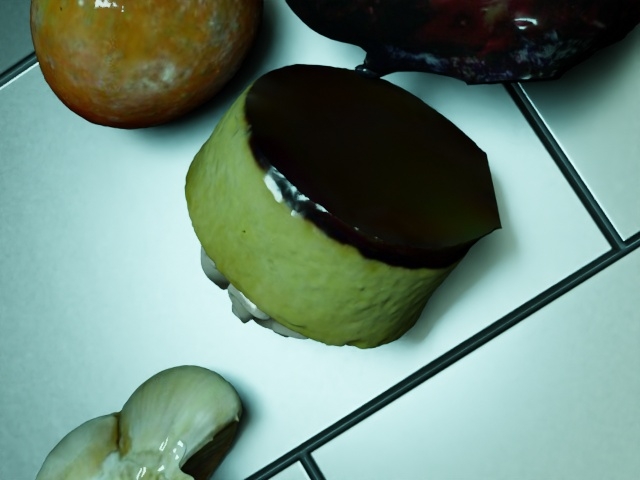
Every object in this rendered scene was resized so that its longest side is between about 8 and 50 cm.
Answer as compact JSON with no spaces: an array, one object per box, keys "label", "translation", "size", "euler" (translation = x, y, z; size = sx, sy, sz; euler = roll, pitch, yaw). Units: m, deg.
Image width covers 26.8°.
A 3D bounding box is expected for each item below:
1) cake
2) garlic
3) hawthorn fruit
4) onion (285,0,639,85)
[{"label":"cake","translation":[0.000,0.000,0.925],"size":[0.208,0.185,0.178],"euler":[32,126,10]},{"label":"garlic","translation":[-0.125,0.166,0.970],"size":[0.174,0.099,0.124],"euler":[-41,59,0]},{"label":"hawthorn fruit","translation":[-0.127,-0.163,0.966],"size":[0.173,0.173,0.173],"euler":[-1,84,10]},{"label":"onion","translation":[0.097,-0.214,0.896],"size":[0.281,0.281,0.221],"euler":[-2,98,10]}]
